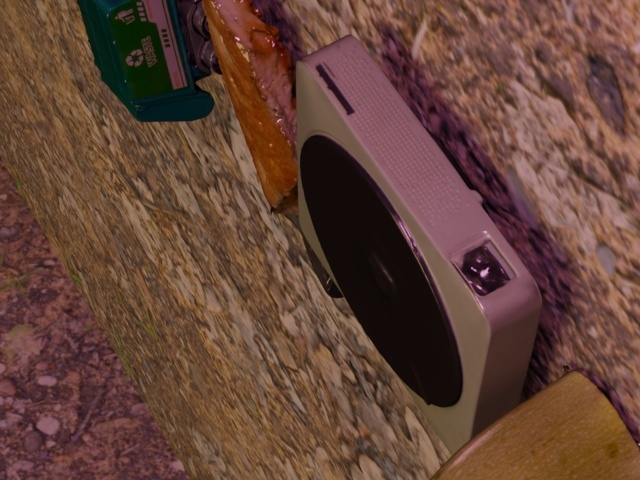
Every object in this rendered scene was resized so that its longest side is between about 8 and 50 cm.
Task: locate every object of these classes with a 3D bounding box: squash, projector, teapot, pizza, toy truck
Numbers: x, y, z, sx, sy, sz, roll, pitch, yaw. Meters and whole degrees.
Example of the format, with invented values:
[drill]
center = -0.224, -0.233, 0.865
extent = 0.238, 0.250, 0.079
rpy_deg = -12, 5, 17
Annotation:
[squash]
center = 0.136, 0.188, 1.276
extent = 0.123, 0.186, 0.123
rpy_deg = 50, 164, 21
[projector]
center = 0.072, 0.009, 1.372
extent = 0.257, 0.079, 0.259
rpy_deg = 56, 163, 25
[teapot]
center = 0.000, 0.000, 1.676
extent = 0.111, 0.043, 0.043
rpy_deg = 58, 165, 34
[pizza]
center = -0.049, -0.130, 1.584
extent = 0.134, 0.056, 0.271
rpy_deg = 37, 149, 63
[toy truck]
center = -0.151, -0.219, 1.655
extent = 0.114, 0.124, 0.253
rpy_deg = 47, 160, 40
